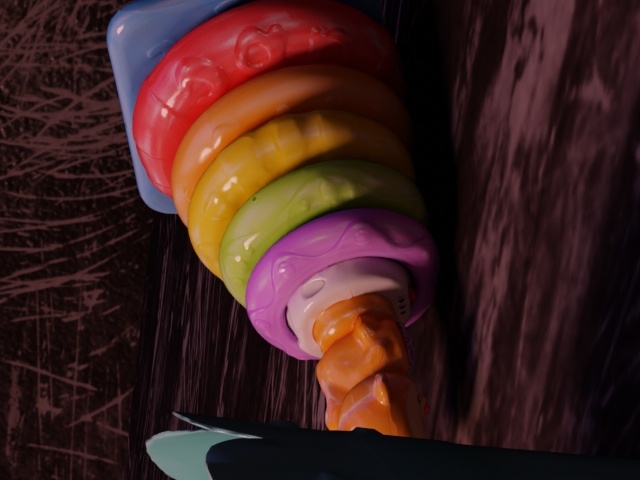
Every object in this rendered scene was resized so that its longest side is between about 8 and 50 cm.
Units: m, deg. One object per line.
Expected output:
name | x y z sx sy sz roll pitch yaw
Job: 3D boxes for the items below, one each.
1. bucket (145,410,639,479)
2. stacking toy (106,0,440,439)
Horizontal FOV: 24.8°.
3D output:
bucket | 0.042 0.181 0.397 0.281 0.183 0.281 -176 90 -78
stacking toy | 0.000 0.000 0.780 0.175 0.165 0.302 85 167 -49
